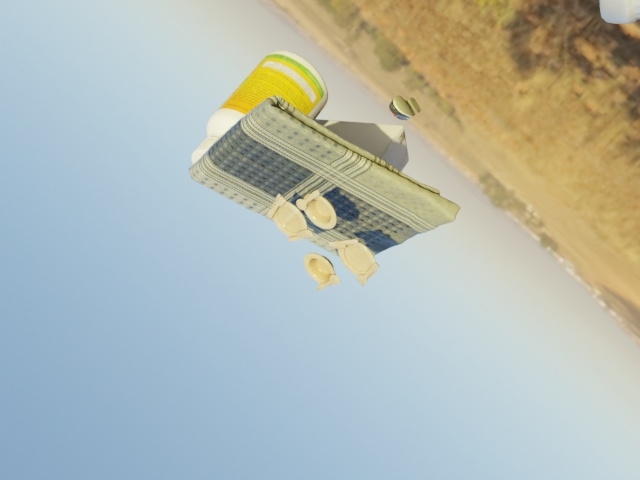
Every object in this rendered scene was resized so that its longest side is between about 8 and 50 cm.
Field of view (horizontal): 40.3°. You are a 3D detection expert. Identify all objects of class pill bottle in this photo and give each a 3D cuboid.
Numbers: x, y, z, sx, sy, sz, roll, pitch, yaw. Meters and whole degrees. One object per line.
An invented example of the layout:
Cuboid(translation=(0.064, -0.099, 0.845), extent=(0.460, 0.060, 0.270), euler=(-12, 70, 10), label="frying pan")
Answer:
Cuboid(translation=(-0.105, -0.196, 1.475), extent=(0.136, 0.245, 0.136), euler=(28, 152, 17), label="pill bottle")

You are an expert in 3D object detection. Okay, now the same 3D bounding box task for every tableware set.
Cuboid(translation=(0.000, 0.000, 1.196), extent=(0.168, 0.020, 0.141), euler=(54, 144, -9), label="tableware set")

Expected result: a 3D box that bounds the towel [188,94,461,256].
Cuboid(translation=(0.000, -0.081, 1.281), extent=(0.324, 0.056, 0.312), euler=(29, 154, -18), label="towel")

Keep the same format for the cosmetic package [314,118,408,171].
Cuboid(translation=(0.029, -0.153, 1.565), extent=(0.231, 0.117, 0.085), euler=(10, 133, 27), label="cosmetic package")

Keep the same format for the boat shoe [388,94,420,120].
Cuboid(translation=(0.161, -0.260, 1.738), extent=(0.048, 0.042, 0.133), euler=(62, -158, 3), label="boat shoe")

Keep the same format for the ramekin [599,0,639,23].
Cuboid(translation=(0.318, -0.310, 0.708), extent=(0.127, 0.272, 0.273), euler=(11, 177, 22), label="ramekin")
